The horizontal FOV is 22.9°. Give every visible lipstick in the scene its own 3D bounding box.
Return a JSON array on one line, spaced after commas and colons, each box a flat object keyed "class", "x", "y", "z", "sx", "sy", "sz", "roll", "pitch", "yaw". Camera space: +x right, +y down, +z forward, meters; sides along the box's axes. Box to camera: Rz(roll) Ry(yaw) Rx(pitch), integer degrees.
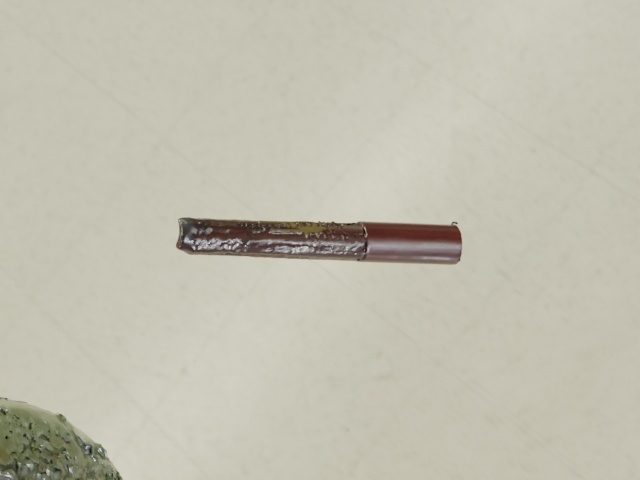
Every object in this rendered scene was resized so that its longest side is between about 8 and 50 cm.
[{"class": "lipstick", "x": 0.000, "y": 0.001, "z": 0.924, "sx": 0.027, "sy": 0.176, "sz": 0.027, "roll": -179, "pitch": 90, "yaw": -67}]

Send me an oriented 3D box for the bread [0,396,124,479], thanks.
[{"class": "bread", "x": -0.139, "y": 0.192, "z": 0.599, "sx": 0.040, "sy": 0.267, "sz": 0.267, "roll": 6, "pitch": 71, "yaw": 30}]
